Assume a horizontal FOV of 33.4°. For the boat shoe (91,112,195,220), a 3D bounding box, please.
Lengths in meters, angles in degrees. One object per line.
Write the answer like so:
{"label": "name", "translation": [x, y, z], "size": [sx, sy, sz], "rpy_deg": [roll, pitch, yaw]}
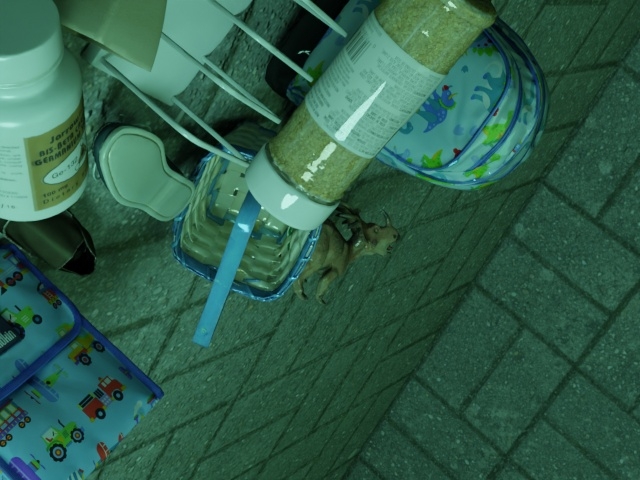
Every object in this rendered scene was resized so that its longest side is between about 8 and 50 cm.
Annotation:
{"label": "boat shoe", "translation": [-0.233, -0.097, 1.344], "size": [0.095, 0.079, 0.254], "rpy_deg": [-52, 162, 1]}

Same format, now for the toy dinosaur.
{"label": "toy dinosaur", "translation": [0.000, 0.000, 1.953], "size": [0.295, 0.127, 0.200], "rpy_deg": [18, 104, -55]}

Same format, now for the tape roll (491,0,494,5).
{"label": "tape roll", "translation": [0.140, -0.303, 1.764], "size": [0.392, 0.072, 0.392], "rpy_deg": [-42, 159, -20]}

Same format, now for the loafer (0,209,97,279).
{"label": "loafer", "translation": [-0.326, -0.011, 1.301], "size": [0.080, 0.078, 0.220], "rpy_deg": [-49, 160, -2]}

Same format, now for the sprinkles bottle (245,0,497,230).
{"label": "sprinkles bottle", "translation": [0.054, -0.172, 1.281], "size": [0.355, 0.121, 0.121], "rpy_deg": [-49, 162, 26]}

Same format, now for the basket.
{"label": "basket", "translation": [-0.103, -0.021, 1.499], "size": [0.289, 0.201, 0.255], "rpy_deg": [-66, -178, -53]}

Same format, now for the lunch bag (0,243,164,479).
{"label": "lunch bag", "translation": [-0.370, 0.155, 1.252], "size": [0.138, 0.293, 0.221], "rpy_deg": [-30, -168, 43]}

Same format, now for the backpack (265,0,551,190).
{"label": "backpack", "translation": [0.135, -0.218, 1.430], "size": [0.290, 0.355, 0.273], "rpy_deg": [-50, 177, 7]}

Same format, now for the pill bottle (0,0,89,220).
{"label": "pill bottle", "translation": [-0.301, -0.135, 1.058], "size": [0.131, 0.131, 0.229], "rpy_deg": [-37, 157, -29]}

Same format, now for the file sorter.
{"label": "file sorter", "translation": [-0.090, -0.251, 1.232], "size": [0.278, 0.173, 0.193], "rpy_deg": [-52, 160, 7]}

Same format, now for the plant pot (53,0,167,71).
{"label": "plant pot", "translation": [-0.217, -0.248, 1.085], "size": [0.096, 0.109, 0.109], "rpy_deg": [-63, 159, 1]}
